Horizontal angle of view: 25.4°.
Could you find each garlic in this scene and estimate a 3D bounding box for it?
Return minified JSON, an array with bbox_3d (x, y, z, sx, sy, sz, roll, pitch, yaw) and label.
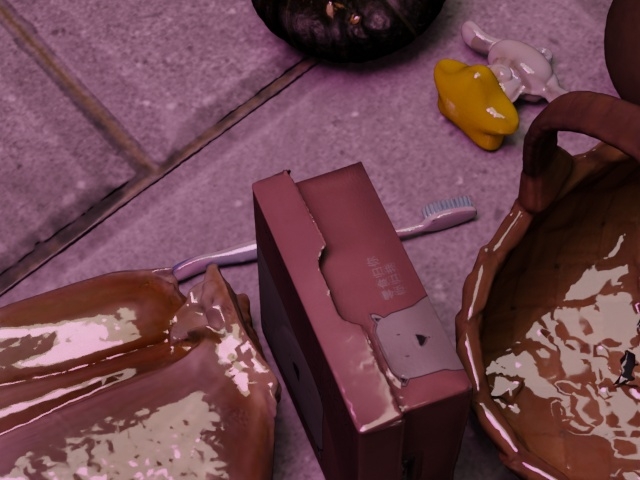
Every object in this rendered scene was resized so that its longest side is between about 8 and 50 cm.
[{"bbox_3d":[-0.166,0.163,1.073,0.325,0.132,0.279,-28,59,-11],"label":"garlic"}]

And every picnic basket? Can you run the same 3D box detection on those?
[{"bbox_3d":[0.246,0.030,0.940,0.337,0.337,0.293,-41,64,-15],"label":"picnic basket"}]

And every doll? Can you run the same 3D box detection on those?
[{"bbox_3d":[0.156,-0.147,1.246,0.113,0.071,0.135,-15,54,-9],"label":"doll"}]

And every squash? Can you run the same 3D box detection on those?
[{"bbox_3d":[0.024,-0.252,1.276,0.193,0.156,0.193,-21,48,24],"label":"squash"}]

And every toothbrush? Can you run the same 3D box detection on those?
[{"bbox_3d":[0.000,0.000,1.206,0.269,0.021,0.027,-12,46,1],"label":"toothbrush"}]

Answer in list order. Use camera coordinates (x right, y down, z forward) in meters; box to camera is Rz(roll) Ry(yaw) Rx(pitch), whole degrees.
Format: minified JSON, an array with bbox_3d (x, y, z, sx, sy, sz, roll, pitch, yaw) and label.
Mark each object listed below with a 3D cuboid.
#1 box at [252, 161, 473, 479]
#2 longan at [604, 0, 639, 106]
[{"bbox_3d":[0.026,0.082,1.043,0.086,0.215,0.215,-19,59,-11],"label":"box"},{"bbox_3d":[0.338,-0.179,1.161,0.220,0.196,0.196,-19,59,5],"label":"longan"}]
